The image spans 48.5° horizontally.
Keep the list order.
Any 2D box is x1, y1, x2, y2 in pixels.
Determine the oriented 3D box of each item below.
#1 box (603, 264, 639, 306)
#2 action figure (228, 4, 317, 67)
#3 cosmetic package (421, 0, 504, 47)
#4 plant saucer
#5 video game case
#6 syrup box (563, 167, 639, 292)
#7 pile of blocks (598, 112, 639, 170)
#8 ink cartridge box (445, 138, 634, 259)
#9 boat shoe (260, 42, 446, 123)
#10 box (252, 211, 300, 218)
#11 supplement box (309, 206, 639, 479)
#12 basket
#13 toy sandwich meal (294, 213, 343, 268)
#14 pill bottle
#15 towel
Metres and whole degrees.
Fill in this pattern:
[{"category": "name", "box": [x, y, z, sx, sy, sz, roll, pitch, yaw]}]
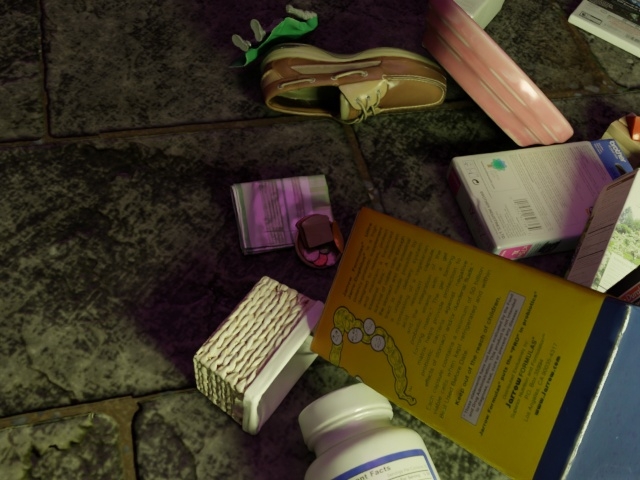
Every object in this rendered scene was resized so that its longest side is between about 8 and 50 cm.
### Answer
[{"category": "box", "box": [0.374, 0.217, 0.835, 0.073, 0.295, 0.293, 3, 54, -30]}, {"category": "action figure", "box": [-0.068, -0.385, 1.293, 0.063, 0.137, 0.232, 60, 35, -8]}, {"category": "cosmetic package", "box": [0.300, -0.472, 1.422, 0.085, 0.117, 0.231, 31, 55, 11]}, {"category": "plant saucer", "box": [0.287, -0.276, 1.210, 0.332, 0.084, 0.332, 40, 18, -16]}, {"category": "video game case", "box": [0.657, -0.479, 1.546, 0.190, 0.022, 0.173, 33, 57, 15]}, {"category": "syrup box", "box": [0.449, 0.019, 1.066, 0.093, 0.096, 0.236, 31, 70, -5]}, {"category": "pile of blocks", "box": [0.617, -0.098, 1.212, 0.149, 0.112, 0.362, -7, 57, -14]}, {"category": "ink cartridge box", "box": [0.386, -0.071, 1.185, 0.311, 0.065, 0.185, -10, 59, -13]}, {"category": "boat shoe", "box": [0.053, -0.256, 1.235, 0.324, 0.122, 0.119, 3, 59, 3]}, {"category": "box", "box": [-0.079, -0.060, 1.123, 0.083, 0.018, 0.067, -6, 56, -14]}, {"category": "supplement box", "box": [0.191, 0.115, 0.807, 0.194, 0.195, 0.357, 17, 5, -42]}, {"category": "basket", "box": [-0.077, 0.144, 0.924, 0.103, 0.113, 0.167, 30, 56, 17]}, {"category": "toy sandwich meal", "box": [0.000, 0.000, 1.069, 0.086, 0.029, 0.085, 2, 81, -16]}, {"category": "pill bottle", "box": [0.070, 0.308, 0.807, 0.152, 0.152, 0.272, -13, 58, -18]}, {"category": "towel", "box": [-0.054, -0.043, 1.089, 0.152, 0.023, 0.113, -9, 80, -15]}]
